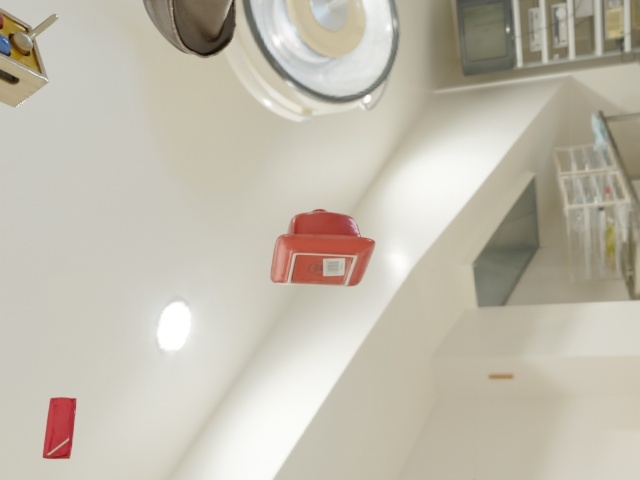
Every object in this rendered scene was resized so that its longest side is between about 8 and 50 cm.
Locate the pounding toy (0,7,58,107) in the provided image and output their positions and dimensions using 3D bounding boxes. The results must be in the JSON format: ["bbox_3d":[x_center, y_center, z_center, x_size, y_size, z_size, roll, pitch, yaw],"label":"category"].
[{"bbox_3d":[-0.443,-0.277,0.897,0.141,0.100,0.130,23,-140,-64],"label":"pounding toy"}]

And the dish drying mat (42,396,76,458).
[{"bbox_3d":[-0.313,0.224,0.765,0.083,0.032,0.008,-107,28,-47],"label":"dish drying mat"}]

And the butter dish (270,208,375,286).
[{"bbox_3d":[0.000,0.000,1.062,0.160,0.160,0.118,104,167,-56],"label":"butter dish"}]

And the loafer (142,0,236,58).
[{"bbox_3d":[-0.171,-0.375,0.877,0.134,0.130,0.366,-41,-19,-17],"label":"loafer"}]
